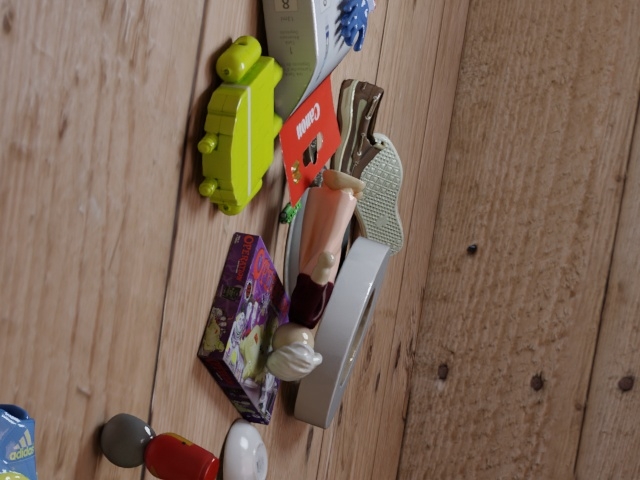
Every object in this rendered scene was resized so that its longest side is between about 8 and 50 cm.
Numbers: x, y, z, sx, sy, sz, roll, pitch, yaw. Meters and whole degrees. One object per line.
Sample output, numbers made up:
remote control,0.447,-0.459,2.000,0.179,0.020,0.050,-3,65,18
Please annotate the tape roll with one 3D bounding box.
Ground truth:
tape roll,0.045,0.184,2.351,0.392,0.072,0.392,19,90,-84

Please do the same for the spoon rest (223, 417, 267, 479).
spoon rest,-0.131,0.436,1.989,0.137,0.084,0.276,-34,119,-73

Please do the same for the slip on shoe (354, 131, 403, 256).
slip on shoe,0.116,-0.106,2.554,0.101,0.123,0.331,-112,-172,-45

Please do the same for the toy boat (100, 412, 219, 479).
toy boat,-0.225,0.372,1.443,0.267,0.148,0.318,-20,126,-69

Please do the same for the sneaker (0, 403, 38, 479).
sneaker,-0.291,0.235,1.133,0.240,0.091,0.126,77,26,-56

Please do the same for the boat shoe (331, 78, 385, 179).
boat shoe,0.079,-0.186,2.333,0.095,0.095,0.257,-48,145,-66

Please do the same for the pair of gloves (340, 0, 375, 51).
pair of gloves,0.052,-0.399,1.845,0.159,0.023,0.198,-60,148,-53

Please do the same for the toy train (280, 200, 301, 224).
toy train,-0.052,-0.053,2.060,0.083,0.017,0.024,-57,143,-59

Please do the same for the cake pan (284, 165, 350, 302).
cake pan,0.000,0.000,2.230,0.293,0.054,0.293,9,90,-76

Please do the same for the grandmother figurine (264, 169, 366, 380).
grandmother figurine,-0.012,0.066,1.943,0.208,0.104,0.342,67,39,-74

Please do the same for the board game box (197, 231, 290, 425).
board game box,-0.110,0.152,1.911,0.347,0.056,0.208,69,29,-64

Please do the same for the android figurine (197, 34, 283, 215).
android figurine,-0.113,-0.154,1.660,0.273,0.056,0.248,-61,156,-56

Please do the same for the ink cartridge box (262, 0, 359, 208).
ink cartridge box,0.009,-0.284,1.898,0.308,0.091,0.385,-57,144,-60

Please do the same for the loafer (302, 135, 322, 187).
loafer,-0.033,-0.159,2.005,0.056,0.050,0.148,-32,115,-72
